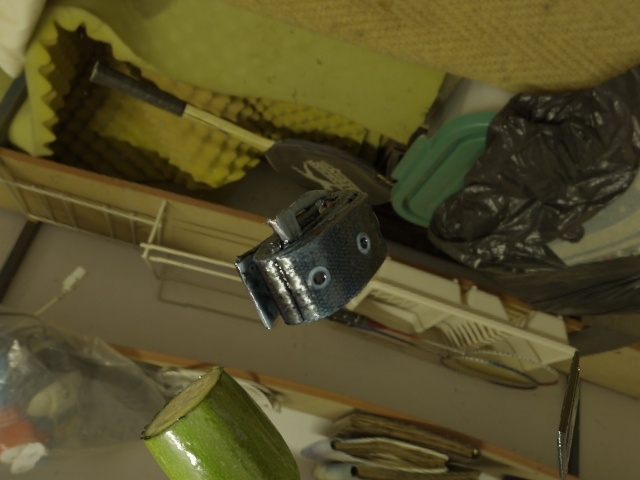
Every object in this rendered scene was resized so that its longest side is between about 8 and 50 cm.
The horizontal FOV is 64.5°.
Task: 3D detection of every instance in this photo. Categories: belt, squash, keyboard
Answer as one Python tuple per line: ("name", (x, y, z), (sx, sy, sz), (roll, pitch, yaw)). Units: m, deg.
("belt", (0.000, 0.001, 0.643), (0.122, 0.218, 0.129), (-14, 106, 35))
("squash", (-0.158, 0.371, 0.873), (0.261, 0.189, 0.189), (51, 147, -7))
("keyboard", (0.293, 0.197, 0.594), (0.010, 0.064, 0.198), (0, -167, 31))
